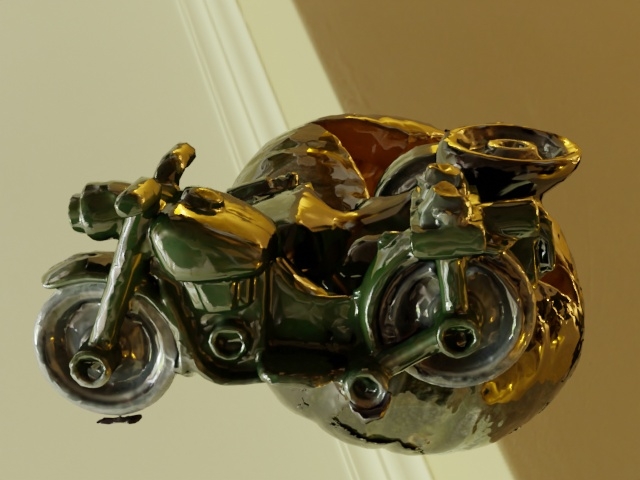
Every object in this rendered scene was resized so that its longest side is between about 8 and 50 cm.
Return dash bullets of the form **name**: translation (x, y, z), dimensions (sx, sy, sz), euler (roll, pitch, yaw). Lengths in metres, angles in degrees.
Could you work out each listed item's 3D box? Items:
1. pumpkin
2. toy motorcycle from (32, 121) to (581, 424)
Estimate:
- **pumpkin**: translation (0.062, 0.030, 0.759), dimensions (0.321, 0.192, 0.320), euler (16, -140, -14)
- **toy motorcycle**: translation (0.000, 0.000, 0.478), dimensions (0.275, 0.127, 0.205), euler (-4, -160, 7)
